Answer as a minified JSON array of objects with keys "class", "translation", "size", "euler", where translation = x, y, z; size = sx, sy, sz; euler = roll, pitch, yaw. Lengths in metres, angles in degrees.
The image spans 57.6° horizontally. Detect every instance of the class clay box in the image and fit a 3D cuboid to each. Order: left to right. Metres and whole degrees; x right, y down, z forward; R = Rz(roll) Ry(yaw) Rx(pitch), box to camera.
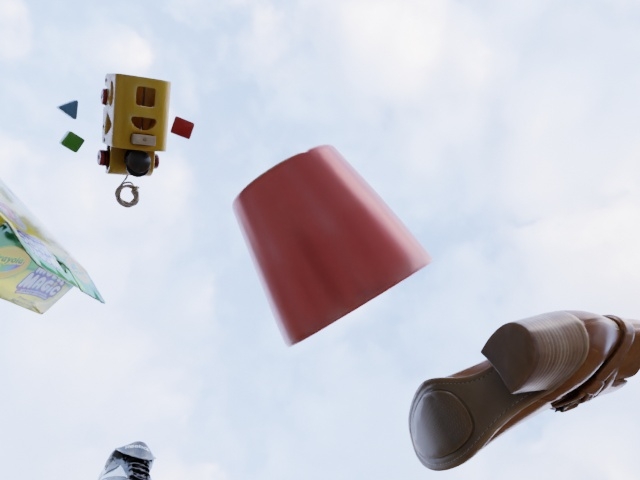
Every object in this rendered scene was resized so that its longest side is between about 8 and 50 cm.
[{"class":"clay box","translation":[-0.256,-0.029,0.413],"size":[0.053,0.127,0.222],"euler":[-43,-104,-12]}]

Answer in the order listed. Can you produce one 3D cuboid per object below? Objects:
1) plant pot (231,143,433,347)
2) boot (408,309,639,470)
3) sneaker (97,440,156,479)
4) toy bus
[{"class":"plant pot","translation":[0.000,0.000,0.929],"size":[0.275,0.275,0.243],"euler":[-33,-96,13]},{"class":"boot","translation":[0.250,0.180,0.712],"size":[0.109,0.220,0.283],"euler":[61,-42,40]},{"class":"sneaker","translation":[-0.282,0.348,0.858],"size":[0.078,0.234,0.106],"euler":[27,-119,-21]},{"class":"toy bus","translation":[-0.299,-0.173,0.944],"size":[0.191,0.104,0.202],"euler":[-46,-58,-14]}]
